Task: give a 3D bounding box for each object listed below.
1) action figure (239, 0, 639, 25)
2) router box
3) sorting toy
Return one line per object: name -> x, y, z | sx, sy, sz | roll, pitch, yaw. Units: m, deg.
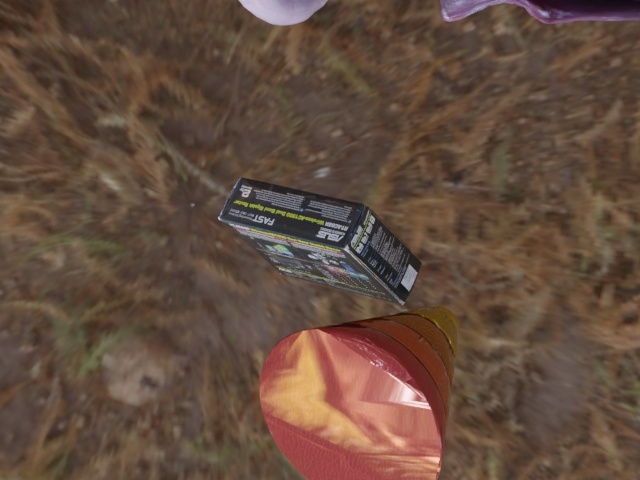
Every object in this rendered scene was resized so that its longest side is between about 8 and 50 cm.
action figure -> 0.072, -0.214, 0.737 | 0.275, 0.370, 0.248 | -20, 125, 4
router box -> 0.000, 0.000, 1.190 | 0.122, 0.092, 0.038 | 13, 71, 37
sorting toy -> 0.051, 0.182, 1.033 | 0.127, 0.126, 0.366 | 16, 126, 28
